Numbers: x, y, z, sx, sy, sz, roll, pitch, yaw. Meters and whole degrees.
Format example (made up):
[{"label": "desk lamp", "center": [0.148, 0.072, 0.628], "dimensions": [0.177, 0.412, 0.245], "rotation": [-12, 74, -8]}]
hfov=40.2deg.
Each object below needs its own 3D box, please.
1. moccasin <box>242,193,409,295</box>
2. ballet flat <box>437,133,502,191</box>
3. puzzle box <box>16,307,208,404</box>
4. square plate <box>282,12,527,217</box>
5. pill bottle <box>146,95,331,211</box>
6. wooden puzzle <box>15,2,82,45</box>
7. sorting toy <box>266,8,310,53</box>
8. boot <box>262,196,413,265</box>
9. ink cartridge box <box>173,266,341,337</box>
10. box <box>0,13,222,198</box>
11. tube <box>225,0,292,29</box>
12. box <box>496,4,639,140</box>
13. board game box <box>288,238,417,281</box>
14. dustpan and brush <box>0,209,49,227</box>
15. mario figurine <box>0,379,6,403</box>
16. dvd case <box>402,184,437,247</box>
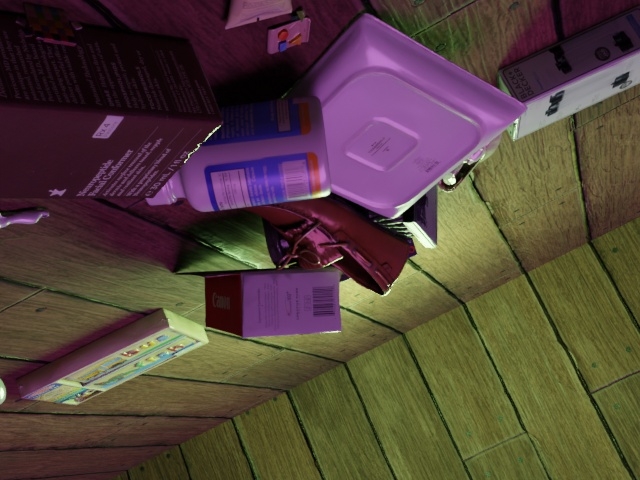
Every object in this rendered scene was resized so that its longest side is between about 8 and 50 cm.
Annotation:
[{"label": "moccasin", "center": [-0.002, 0.000, 1.580], "dimensions": [0.139, 0.147, 0.380], "rotation": [7, 164, 47]}, {"label": "ballet flat", "center": [0.300, -0.175, 1.803], "dimensions": [0.086, 0.086, 0.248], "rotation": [-17, 160, -20]}, {"label": "puzzle box", "center": [-0.508, 0.298, 2.181], "dimensions": [0.409, 0.052, 0.272], "rotation": [-26, 161, 6]}, {"label": "square plate", "center": [0.099, -0.171, 1.424], "dimensions": [0.344, 0.049, 0.347], "rotation": [22, 137, -29]}, {"label": "pill bottle", "center": [-0.126, -0.124, 1.296], "dimensions": [0.272, 0.152, 0.152], "rotation": [-7, 161, 1]}, {"label": "wooden puzzle", "center": [-0.301, -0.239, 0.970], "dimensions": [0.083, 0.049, 0.006], "rotation": [-2, 151, -47]}, {"label": "sorting toy", "center": [-0.043, -0.289, 1.208], "dimensions": [0.062, 0.012, 0.083], "rotation": [-19, 161, -13]}, {"label": "boot", "center": [0.040, -0.042, 1.750], "dimensions": [0.260, 0.131, 0.348], "rotation": [-15, 174, 15]}, {"label": "ink cartridge box", "center": [-0.139, 0.122, 1.787], "dimensions": [0.272, 0.130, 0.309], "rotation": [-1, 179, -20]}, {"label": "box", "center": [-0.328, -0.152, 1.043], "dimensions": [0.381, 0.143, 0.191], "rotation": [-2, 152, -45]}, {"label": "tube", "center": [-0.069, -0.322, 1.029], "dimensions": [0.070, 0.062, 0.240], "rotation": [22, 162, 1]}, {"label": "box", "center": [0.482, -0.313, 1.663], "dimensions": [0.290, 0.087, 0.169], "rotation": [-25, 162, 3]}, {"label": "board game box", "center": [0.064, 0.046, 1.998], "dimensions": [0.208, 0.056, 0.347], "rotation": [-23, -175, -14]}, {"label": "dustpan and brush", "center": [-0.513, -0.018, 1.326], "dimensions": [0.211, 0.060, 0.147], "rotation": [-1, 153, -35]}, {"label": "mario figurine", "center": [-0.679, 0.224, 1.565], "dimensions": [0.170, 0.198, 0.320], "rotation": [-29, 161, -28]}, {"label": "dvd case", "center": [0.208, -0.095, 1.795], "dimensions": [0.030, 0.179, 0.239], "rotation": [-1, 167, 17]}]
